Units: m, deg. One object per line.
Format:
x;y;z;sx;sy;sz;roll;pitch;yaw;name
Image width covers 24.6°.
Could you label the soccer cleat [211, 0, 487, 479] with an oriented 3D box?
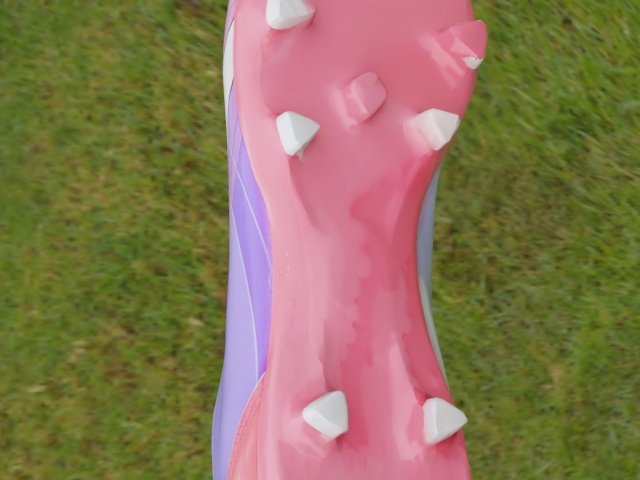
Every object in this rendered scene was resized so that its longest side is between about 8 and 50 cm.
0.000;0.000;0.442;0.095;0.083;0.248;140;133;-56;soccer cleat
